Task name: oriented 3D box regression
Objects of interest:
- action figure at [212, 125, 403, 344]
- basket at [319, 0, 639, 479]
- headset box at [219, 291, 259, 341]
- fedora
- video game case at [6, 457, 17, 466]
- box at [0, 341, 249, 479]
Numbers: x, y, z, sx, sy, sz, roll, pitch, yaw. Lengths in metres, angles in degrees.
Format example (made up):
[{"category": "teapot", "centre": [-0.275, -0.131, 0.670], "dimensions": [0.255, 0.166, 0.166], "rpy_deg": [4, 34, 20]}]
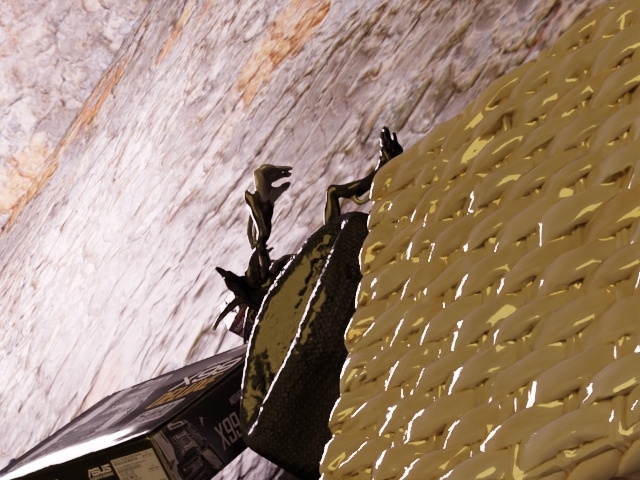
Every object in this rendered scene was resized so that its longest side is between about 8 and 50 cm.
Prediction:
[{"category": "action figure", "centre": [0.000, 0.000, 1.347], "dimensions": [0.275, 0.164, 0.141], "rpy_deg": [-33, 41, 27]}, {"category": "basket", "centre": [0.199, 0.062, 0.748], "dimensions": [0.331, 0.266, 0.328], "rpy_deg": [-36, 33, 44]}, {"category": "headset box", "centre": [-0.075, 0.092, 1.462], "dimensions": [0.032, 0.083, 0.062], "rpy_deg": [-55, 23, 9]}, {"category": "fedora", "centre": [0.028, 0.098, 1.134], "dimensions": [0.334, 0.152, 0.334], "rpy_deg": [-52, 22, 31]}, {"category": "video game case", "centre": [-0.364, 0.408, 1.517], "dimensions": [0.244, 0.061, 0.269], "rpy_deg": [77, -144, -70]}, {"category": "box", "centre": [-0.184, 0.208, 1.344], "dimensions": [0.307, 0.076, 0.242], "rpy_deg": [-23, 7, 39]}]
